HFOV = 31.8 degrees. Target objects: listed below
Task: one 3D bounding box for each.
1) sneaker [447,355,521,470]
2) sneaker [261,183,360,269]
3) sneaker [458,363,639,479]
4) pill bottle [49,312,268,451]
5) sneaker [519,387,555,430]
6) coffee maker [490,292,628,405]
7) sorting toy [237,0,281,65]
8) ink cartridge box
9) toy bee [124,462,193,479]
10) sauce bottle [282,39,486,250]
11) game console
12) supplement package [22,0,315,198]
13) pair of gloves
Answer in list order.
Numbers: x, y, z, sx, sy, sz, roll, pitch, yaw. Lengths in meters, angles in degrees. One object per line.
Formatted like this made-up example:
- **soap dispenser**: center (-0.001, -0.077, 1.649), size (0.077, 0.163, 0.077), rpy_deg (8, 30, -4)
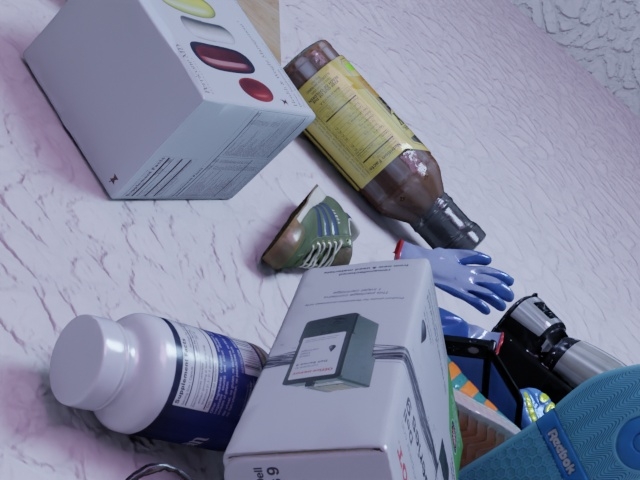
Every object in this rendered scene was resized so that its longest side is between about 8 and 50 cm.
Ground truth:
- **sneaker**: center (0.123, 0.169, 1.168), size (0.302, 0.108, 0.121), rpy_deg (41, 22, -23)
- **sneaker**: center (0.000, 0.000, 1.263), size (0.086, 0.064, 0.192), rpy_deg (40, 23, -4)
- **sneaker**: center (0.286, 0.242, 1.091), size (0.208, 0.319, 0.127), rpy_deg (37, 31, -39)
- **pill bottle**: center (-0.123, 0.110, 0.885), size (0.169, 0.094, 0.094), rpy_deg (21, 36, -42)
- **sneaker**: center (0.251, 0.262, 1.271), size (0.067, 0.078, 0.188), rpy_deg (-5, 66, -24)
- **coffee maker**: center (0.273, 0.179, 1.358), size (0.178, 0.171, 0.120), rpy_deg (38, -9, 31)
- **sorting toy**: center (-0.175, -0.299, 1.391), size (0.257, 0.089, 0.255), rpy_deg (34, 29, -26)
- **ink cartridge box**: center (0.033, 0.173, 0.903), size (0.289, 0.121, 0.211), rpy_deg (-67, 148, -62)
- **toy bee**: center (-0.125, 0.292, 0.598), size (0.195, 0.162, 0.298), rpy_deg (40, 50, -34)
- **sauce bottle**: center (0.080, -0.110, 1.497), size (0.344, 0.111, 0.111), rpy_deg (48, 25, -1)
- **game console**: center (0.165, 0.166, 1.214), size (0.107, 0.122, 0.071), rpy_deg (6, 53, 10)
- **supplement package**: center (-0.152, -0.161, 1.161), size (0.194, 0.149, 0.203), rpy_deg (56, 26, 17)
- **pair of gloves**: center (0.147, 0.076, 1.333), size (0.159, 0.023, 0.198), rpy_deg (17, 45, 5)
